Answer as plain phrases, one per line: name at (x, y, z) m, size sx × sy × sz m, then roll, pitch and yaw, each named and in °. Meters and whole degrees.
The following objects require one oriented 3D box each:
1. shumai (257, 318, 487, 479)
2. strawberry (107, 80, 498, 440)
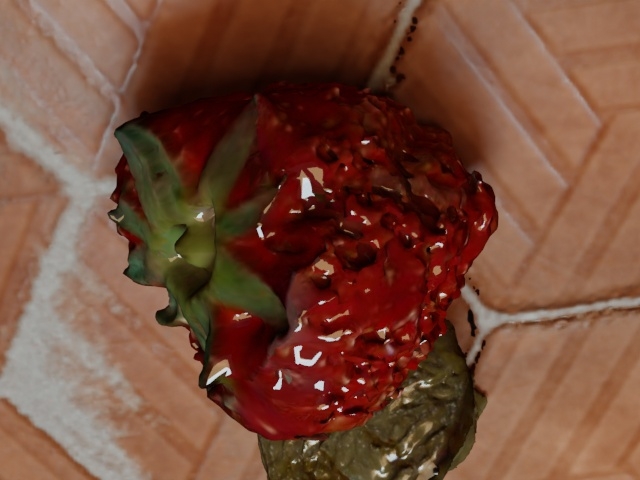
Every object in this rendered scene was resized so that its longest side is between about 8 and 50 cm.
shumai at (0.029, 0.110, 0.883) m, size 0.123 × 0.139 × 0.105 m, roll 19°, pitch 155°, yaw 18°
strawberry at (0.000, 0.000, 0.776) m, size 0.201 × 0.187 × 0.184 m, roll -18°, pitch 111°, yaw -31°
